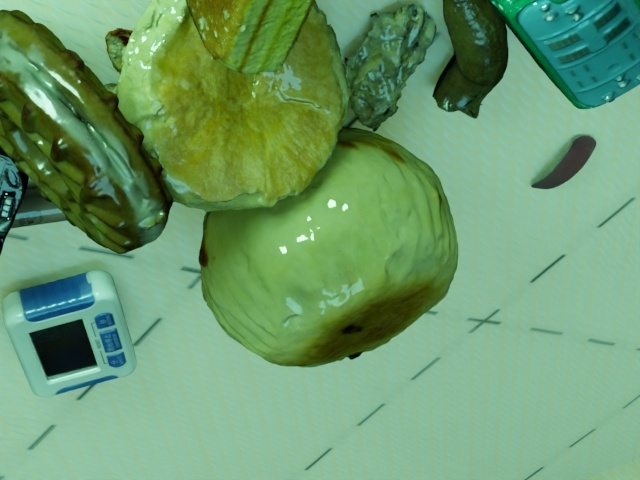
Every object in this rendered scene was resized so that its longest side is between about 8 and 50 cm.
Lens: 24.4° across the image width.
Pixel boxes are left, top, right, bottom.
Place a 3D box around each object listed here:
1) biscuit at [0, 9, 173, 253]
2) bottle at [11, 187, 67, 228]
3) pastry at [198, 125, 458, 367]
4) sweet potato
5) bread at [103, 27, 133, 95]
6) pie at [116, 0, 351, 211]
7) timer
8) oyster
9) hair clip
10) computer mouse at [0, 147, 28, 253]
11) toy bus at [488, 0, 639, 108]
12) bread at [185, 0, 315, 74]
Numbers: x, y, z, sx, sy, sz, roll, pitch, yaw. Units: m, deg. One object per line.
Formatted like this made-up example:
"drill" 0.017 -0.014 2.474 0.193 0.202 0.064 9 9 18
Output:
"biscuit" -0.305 -0.127 1.751 0.103 0.332 0.332 -42 152 -16
"bottle" -0.399 -0.047 2.054 0.140 0.053 0.053 -8 146 -20
"pastry" 0.000 0.000 2.120 0.388 0.313 0.388 -24 162 -9
"sweet potato" 0.205 -0.263 2.047 0.112 0.085 0.286 -16 153 0
"bread" -0.210 -0.173 1.906 0.095 0.139 0.269 -7 156 33
"pie" -0.102 -0.185 1.848 0.339 0.083 0.339 -13 113 -34
"timer" -0.393 0.143 2.326 0.178 0.078 0.253 -14 146 -8
"oyster" 0.092 -0.235 2.049 0.133 0.072 0.209 8 136 -43
"hair clip" 0.404 -0.123 2.451 0.054 0.022 0.137 8 138 -34
"computer mouse" -0.468 -0.056 1.945 0.137 0.096 0.233 14 122 -21
"toy bus" 0.325 -0.322 1.939 0.183 0.199 0.343 -31 146 17
"bread" -0.093 -0.327 1.644 0.110 0.234 0.184 -6 147 -29
